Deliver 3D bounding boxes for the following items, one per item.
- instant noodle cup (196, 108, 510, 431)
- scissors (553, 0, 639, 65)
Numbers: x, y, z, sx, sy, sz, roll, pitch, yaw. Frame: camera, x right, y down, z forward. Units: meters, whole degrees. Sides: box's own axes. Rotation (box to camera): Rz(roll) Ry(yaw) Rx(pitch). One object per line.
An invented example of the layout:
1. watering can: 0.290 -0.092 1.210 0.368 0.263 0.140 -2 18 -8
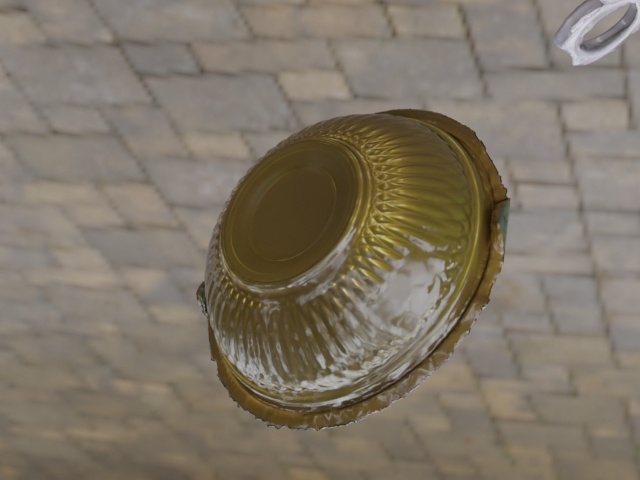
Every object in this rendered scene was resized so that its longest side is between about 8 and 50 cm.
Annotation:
1. instant noodle cup: 0.000 0.000 1.411 0.274 0.274 0.091 -9 147 34
2. scissors: 0.205 -0.149 1.030 0.189 0.015 0.100 -23 155 -29
